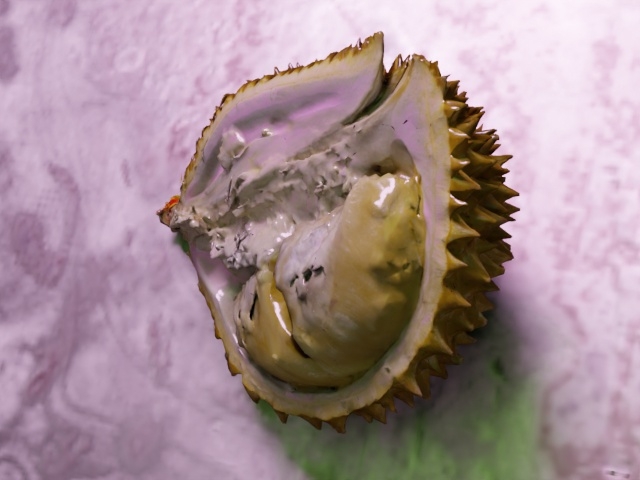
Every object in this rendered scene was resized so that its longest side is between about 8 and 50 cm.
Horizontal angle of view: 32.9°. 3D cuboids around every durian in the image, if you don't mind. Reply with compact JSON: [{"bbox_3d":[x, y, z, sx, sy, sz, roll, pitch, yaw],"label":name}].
[{"bbox_3d":[0.000,0.000,0.441,0.208,0.102,0.146,4,92,48],"label":"durian"}]
